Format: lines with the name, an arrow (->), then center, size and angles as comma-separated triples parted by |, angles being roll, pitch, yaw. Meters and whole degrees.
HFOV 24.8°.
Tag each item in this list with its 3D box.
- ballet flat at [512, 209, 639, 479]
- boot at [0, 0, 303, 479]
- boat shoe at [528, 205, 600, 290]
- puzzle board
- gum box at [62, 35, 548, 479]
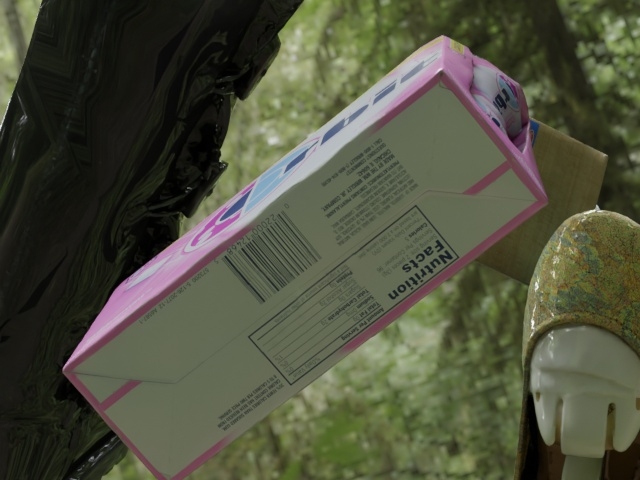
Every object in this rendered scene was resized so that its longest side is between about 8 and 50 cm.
ballet flat -> 0.192, 0.153, 1.055 | 0.123, 0.348, 0.123 | 1, 27, -1
boot -> -0.128, -0.039, 0.915 | 0.367, 0.146, 0.445 | -74, 7, -65
boat shoe -> 0.286, 0.102, 1.494 | 0.103, 0.320, 0.118 | -12, 11, -10
puzzle board -> 0.165, -0.027, 1.111 | 0.096, 0.128, 0.011 | 24, -21, -17
gum box -> 0.000, 0.000, 0.560 | 0.188, 0.062, 0.107 | -37, 10, 13
